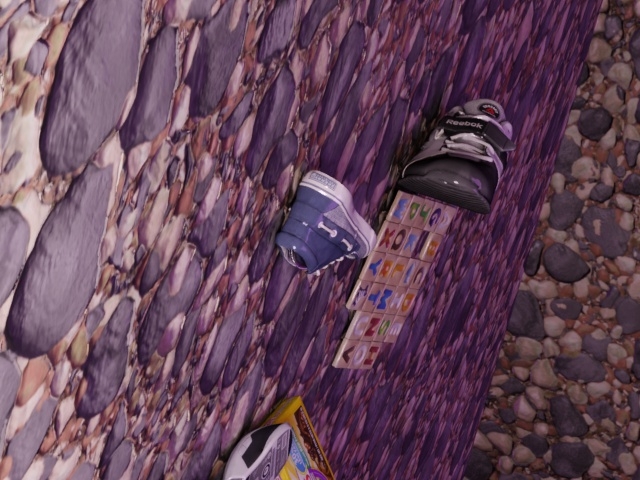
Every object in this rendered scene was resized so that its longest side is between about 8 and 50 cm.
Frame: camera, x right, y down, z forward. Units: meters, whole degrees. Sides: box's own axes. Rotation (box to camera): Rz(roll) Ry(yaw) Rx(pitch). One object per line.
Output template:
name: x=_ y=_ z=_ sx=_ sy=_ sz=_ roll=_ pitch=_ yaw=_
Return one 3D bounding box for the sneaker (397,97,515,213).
sneaker: x=0.179 y=-0.113 z=2.220 sx=0.330 sy=0.122 sz=0.146 roll=-31 pitch=140 yaw=-85

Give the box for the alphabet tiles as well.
alphabet tiles: x=0.088 y=0.055 z=2.235 sx=0.237 sy=0.009 sz=0.198 roll=-66 pitch=156 yaw=6

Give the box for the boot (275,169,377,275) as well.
boot: x=0.000 y=0.000 z=1.800 sx=0.086 sy=0.069 sz=0.190 roll=-60 pitch=157 yaw=-11

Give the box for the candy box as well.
candy box: x=-0.012 y=0.287 z=1.986 sx=0.206 sy=0.027 sz=0.105 roll=67 pitch=28 yaw=-10

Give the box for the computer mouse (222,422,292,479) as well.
computer mouse: x=-0.091 y=0.254 z=1.849 sx=0.193 sy=0.042 sz=0.106 roll=-45 pitch=148 yaw=-48
